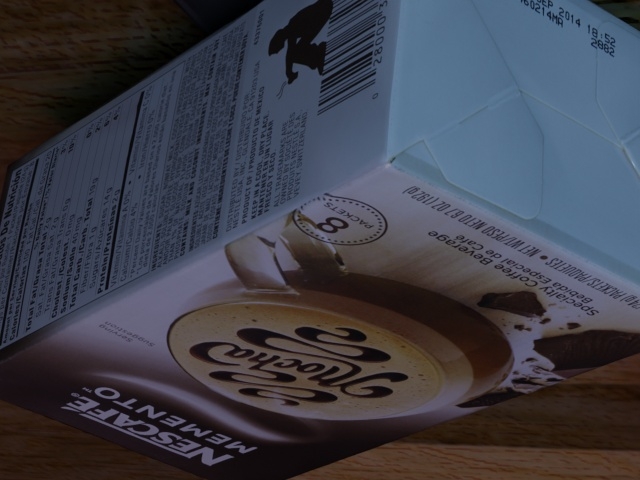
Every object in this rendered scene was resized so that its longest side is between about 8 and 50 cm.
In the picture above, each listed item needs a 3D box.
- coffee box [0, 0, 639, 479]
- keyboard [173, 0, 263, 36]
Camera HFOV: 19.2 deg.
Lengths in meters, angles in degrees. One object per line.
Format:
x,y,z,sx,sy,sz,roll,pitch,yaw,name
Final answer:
0.000,0.000,0.795,0.168,0.119,0.297,25,148,-30,coffee box
-0.062,-0.134,0.749,0.108,0.023,0.180,-20,130,35,keyboard
